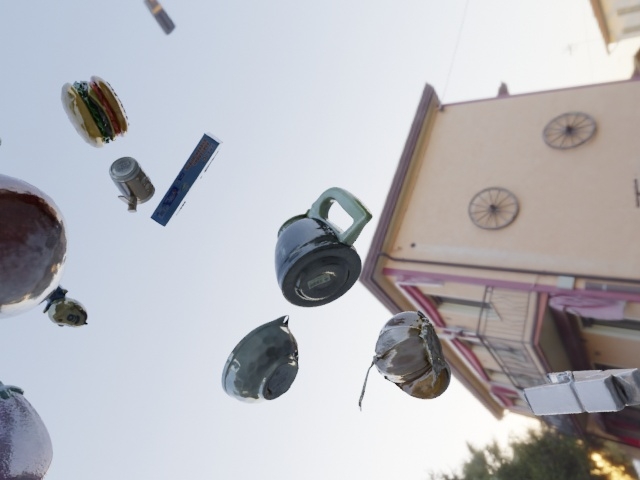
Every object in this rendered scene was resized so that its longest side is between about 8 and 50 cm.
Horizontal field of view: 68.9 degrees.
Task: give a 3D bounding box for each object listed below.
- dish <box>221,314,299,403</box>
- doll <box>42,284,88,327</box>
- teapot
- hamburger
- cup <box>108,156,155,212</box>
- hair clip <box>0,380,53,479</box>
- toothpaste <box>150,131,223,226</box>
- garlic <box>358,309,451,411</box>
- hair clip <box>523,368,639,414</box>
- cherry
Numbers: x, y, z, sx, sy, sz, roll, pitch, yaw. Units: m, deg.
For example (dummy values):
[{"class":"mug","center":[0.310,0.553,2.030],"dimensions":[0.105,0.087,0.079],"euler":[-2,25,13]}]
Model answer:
[{"class":"dish","center":[-0.154,0.389,1.420],"dimensions":[0.303,0.120,0.303],"euler":[-30,-44,-34]},{"class":"doll","center":[-0.690,0.168,1.233],"dimensions":[0.179,0.102,0.089],"euler":[43,-163,-15]},{"class":"teapot","center":[-0.022,0.005,1.321],"dimensions":[0.239,0.239,0.322],"euler":[-6,-47,-23]},{"class":"hamburger","center":[-0.513,-0.295,1.065],"dimensions":[0.115,0.162,0.162],"euler":[-33,-60,-23]},{"class":"cup","center":[-0.443,-0.128,1.074],"dimensions":[0.099,0.074,0.102],"euler":[82,-149,-59]},{"class":"hair clip","center":[-0.639,0.408,0.971],"dimensions":[0.095,0.358,0.110],"euler":[-44,-53,-23]},{"class":"toothpaste","center":[-0.355,-0.162,1.237],"dimensions":[0.272,0.053,0.066],"euler":[-53,8,12]},{"class":"garlic","center":[0.194,0.281,1.063],"dimensions":[0.256,0.207,0.207],"euler":[-32,-62,-36]},{"class":"hair clip","center":[0.557,0.324,1.008],"dimensions":[0.331,0.101,0.085],"euler":[93,162,-69]},{"class":"cherry","center":[-0.728,0.030,1.016],"dimensions":[0.335,0.291,0.327],"euler":[-51,-18,-45]}]
